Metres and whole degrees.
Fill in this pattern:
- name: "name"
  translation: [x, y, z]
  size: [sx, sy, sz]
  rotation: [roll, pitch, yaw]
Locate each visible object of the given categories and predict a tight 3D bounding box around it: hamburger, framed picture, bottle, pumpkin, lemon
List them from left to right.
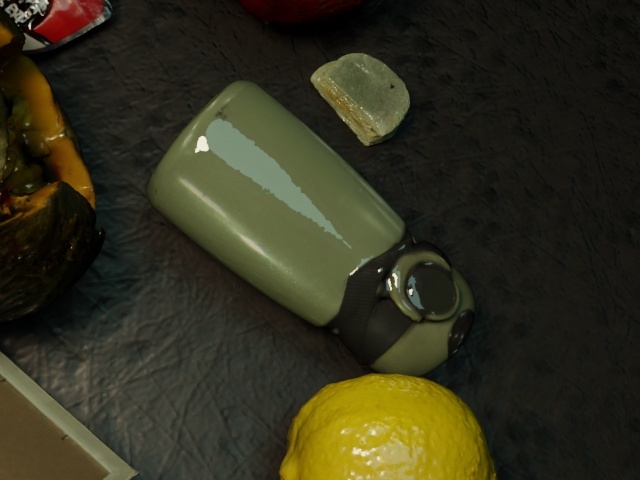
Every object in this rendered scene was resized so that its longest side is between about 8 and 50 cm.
- name: "framed picture"
  translation: [-0.337, 0.185, 0.772]
  size: [0.293, 0.018, 0.231]
  rotation: [34, 51, 24]
- name: "pumpkin"
  translation: [-0.325, -0.076, 0.797]
  size: [0.192, 0.320, 0.321]
  rotation: [-21, 76, 3]
- name: "bottle"
  translation: [0.001, 0.000, 0.935]
  size: [0.347, 0.168, 0.168]
  rotation: [39, 64, -2]
- name: "hamburger"
  translation: [0.056, -0.176, 1.080]
  size: [0.084, 0.054, 0.121]
  rotation: [-40, 77, -23]
- name: "lemon"
  translation: [0.063, 0.212, 0.867]
  size: [0.193, 0.180, 0.181]
  rotation: [-19, 75, -1]

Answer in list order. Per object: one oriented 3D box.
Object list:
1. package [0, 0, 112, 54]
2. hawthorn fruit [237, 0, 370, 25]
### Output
- name: "package"
  translation: [-0.383, -0.254, 0.979]
  size: [0.269, 0.071, 0.194]
  rotation: [-38, 90, -36]
- name: "hawthorn fruit"
  translation: [-0.038, -0.359, 1.007]
  size: [0.300, 0.254, 0.254]
  rotation: [-33, 81, -36]
